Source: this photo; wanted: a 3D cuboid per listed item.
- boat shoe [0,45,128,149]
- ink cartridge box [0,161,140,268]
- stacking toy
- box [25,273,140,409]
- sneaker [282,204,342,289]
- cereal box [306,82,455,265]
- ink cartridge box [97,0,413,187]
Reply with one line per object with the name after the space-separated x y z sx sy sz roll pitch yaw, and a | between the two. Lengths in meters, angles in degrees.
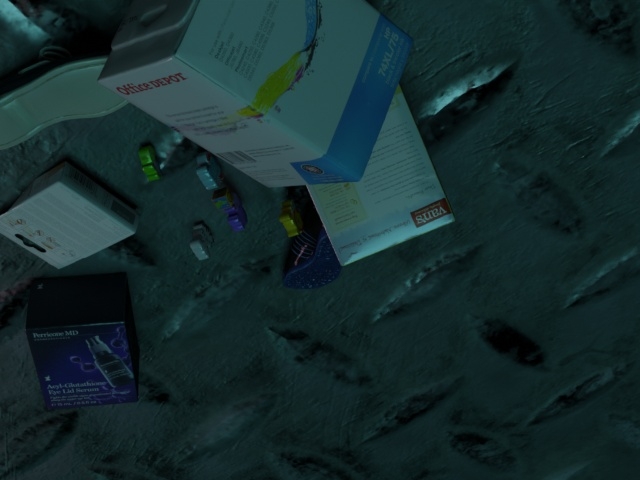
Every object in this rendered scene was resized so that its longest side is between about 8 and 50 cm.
-0.334 -0.192 1.187 0.255 0.079 0.095 -23 135 14 | boat shoe
-0.378 -0.032 1.370 0.179 0.045 0.145 -20 137 34 | ink cartridge box
-0.141 -0.074 1.345 0.167 0.052 0.221 -15 129 17 | stacking toy
-0.376 0.163 1.494 0.153 0.108 0.207 -5 134 -5 | box
0.000 0.000 1.439 0.081 0.090 0.232 9 152 -20 | sneaker
0.062 -0.105 1.279 0.173 0.047 0.240 -21 98 10 | cereal box
-0.074 -0.210 1.087 0.270 0.197 0.198 31 163 -33 | ink cartridge box
